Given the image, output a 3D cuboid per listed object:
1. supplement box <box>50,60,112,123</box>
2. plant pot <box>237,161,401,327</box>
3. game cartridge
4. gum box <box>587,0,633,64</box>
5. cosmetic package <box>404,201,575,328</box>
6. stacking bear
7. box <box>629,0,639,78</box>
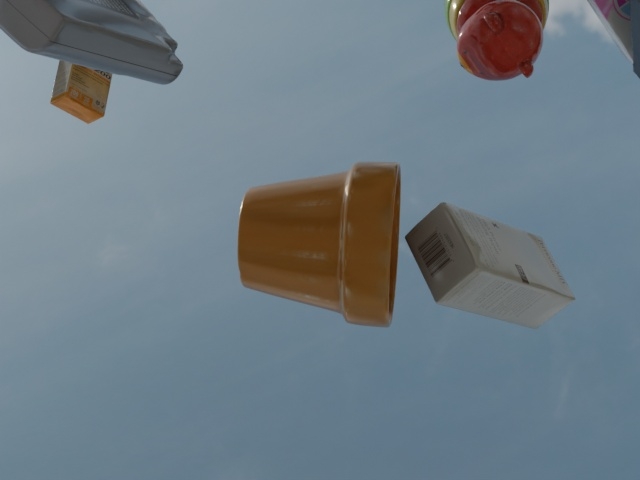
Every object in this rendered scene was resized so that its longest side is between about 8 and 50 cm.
[{"bbox_3d":[-0.304,-0.209,1.270,0.062,0.036,0.098,28,-123,-42],"label":"supplement box"},{"bbox_3d":[0.000,0.000,1.233,0.188,0.205,0.205,4,-106,7],"label":"plant pot"},{"bbox_3d":[-0.280,-0.266,0.952,0.297,0.062,0.198,49,-154,25],"label":"game cartridge"},{"bbox_3d":[0.343,-0.288,1.076,0.188,0.107,0.062,44,-162,-32],"label":"gum box"},{"bbox_3d":[0.231,0.037,1.325,0.231,0.085,0.117,14,-137,-43],"label":"cosmetic package"},{"bbox_3d":[0.251,-0.323,1.421,0.175,0.164,0.289,54,-159,-26],"label":"stacking bear"},{"bbox_3d":[0.392,-0.183,0.985,0.093,0.156,0.158,-33,-119,3],"label":"box"}]
